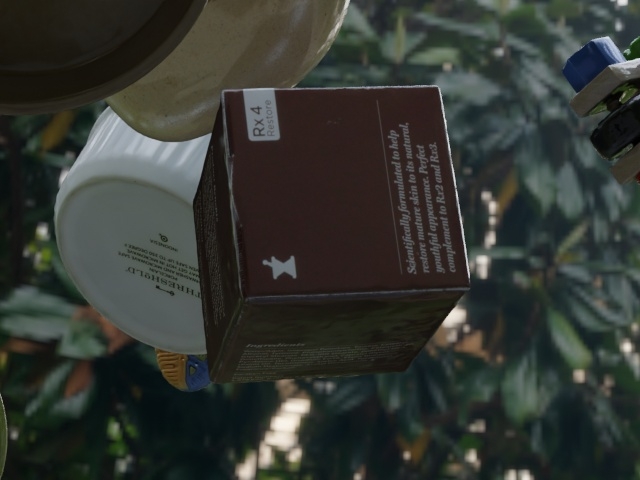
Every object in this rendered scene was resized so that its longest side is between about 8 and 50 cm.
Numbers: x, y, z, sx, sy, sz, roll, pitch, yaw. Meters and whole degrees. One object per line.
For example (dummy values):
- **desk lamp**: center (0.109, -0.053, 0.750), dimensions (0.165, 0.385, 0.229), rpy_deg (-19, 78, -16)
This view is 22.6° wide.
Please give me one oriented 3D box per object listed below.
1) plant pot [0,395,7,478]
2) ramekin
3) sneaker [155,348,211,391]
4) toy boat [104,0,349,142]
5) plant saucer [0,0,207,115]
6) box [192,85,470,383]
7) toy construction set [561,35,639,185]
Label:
- **plant pot**: center (-0.413, 0.096, 1.234), dimensions (0.275, 0.293, 0.274), rpy_deg (-12, -59, -21)
- **ramekin**: center (-0.133, -0.010, 1.547), dimensions (0.273, 0.127, 0.272), rpy_deg (15, -49, 18)
- **sneaker**: center (-0.113, 0.055, 1.935), dimensions (0.112, 0.296, 0.131), rpy_deg (1, -26, 23)
- **toy boat**: center (-0.111, -0.256, 1.309), dimensions (0.267, 0.148, 0.318), rpy_deg (-31, -89, 25)
- **plant saucer**: center (-0.199, -0.220, 1.046), dimensions (0.278, 0.041, 0.277), rpy_deg (-2, -74, -7)
- **box**: center (0.000, 0.000, 1.225), dimensions (0.167, 0.168, 0.203), rpy_deg (-2, -21, -12)
- **toy construction set**: center (0.274, -0.149, 1.118), dimensions (0.309, 0.257, 0.237), rpy_deg (29, 10, 16)
